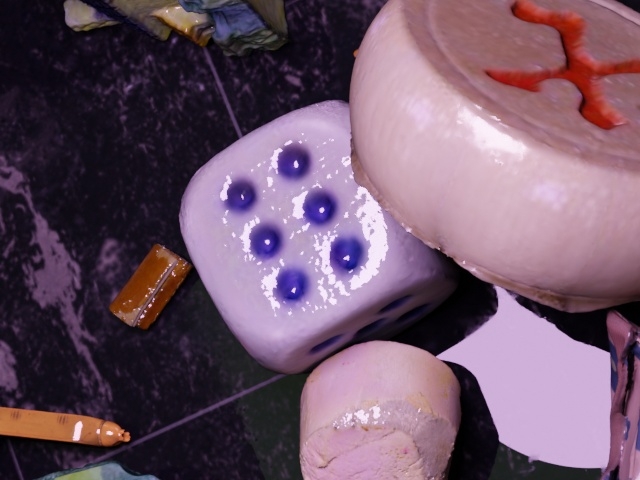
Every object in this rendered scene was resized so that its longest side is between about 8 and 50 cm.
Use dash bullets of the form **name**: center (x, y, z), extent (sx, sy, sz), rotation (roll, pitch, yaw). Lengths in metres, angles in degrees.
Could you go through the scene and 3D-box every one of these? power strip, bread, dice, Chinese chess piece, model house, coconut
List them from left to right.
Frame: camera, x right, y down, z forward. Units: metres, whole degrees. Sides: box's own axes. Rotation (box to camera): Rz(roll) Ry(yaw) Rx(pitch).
- **power strip**: center (-0.267, 0.181, 1.728), extent (0.178, 0.049, 0.028), rotation (4, 78, 17)
- **model house**: center (-0.163, -0.247, 1.688), extent (0.211, 0.194, 0.170), rotation (-15, 80, 13)
- **bread**: center (-0.165, 0.045, 1.726), extent (0.047, 0.036, 0.083), rotation (36, 91, 22)
- **dice**: center (0.000, 0.000, 1.602), extent (0.194, 0.192, 0.193), rotation (-29, 73, 12)
- **coconut**: center (0.052, 0.164, 1.582), extent (0.147, 0.153, 0.147), rotation (2, 119, 3)
- **Chinese chess piece**: center (0.187, -0.094, 1.488), extent (0.338, 0.338, 0.140), rotation (37, 127, 18)

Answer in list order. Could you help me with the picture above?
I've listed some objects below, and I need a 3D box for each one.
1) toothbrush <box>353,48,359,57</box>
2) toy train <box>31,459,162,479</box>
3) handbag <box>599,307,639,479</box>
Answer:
- **toothbrush**: center (0.186, -0.174, 1.662), extent (0.321, 0.023, 0.031), rotation (4, 80, 17)
- **toy train**: center (-0.230, 0.336, 1.643), extent (0.299, 0.167, 0.238), rotation (-15, 68, 13)
- **handbag**: center (0.311, 0.173, 1.448), extent (0.190, 0.193, 0.251), rotation (-6, 58, 16)
